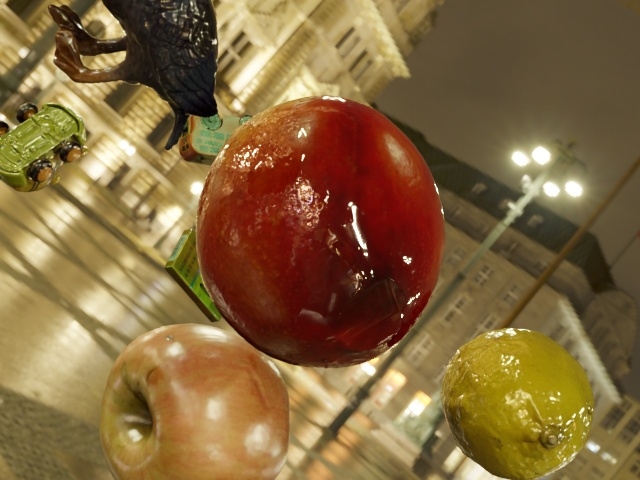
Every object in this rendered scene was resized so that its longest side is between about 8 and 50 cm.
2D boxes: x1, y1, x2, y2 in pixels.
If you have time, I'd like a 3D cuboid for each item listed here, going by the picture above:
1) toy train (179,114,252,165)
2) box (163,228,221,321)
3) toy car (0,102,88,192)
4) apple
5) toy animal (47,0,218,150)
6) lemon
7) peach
[{"bbox_3d":[-0.185,-0.190,1.653,0.188,0.099,0.072,5,-9,-31],"label":"toy train"},{"bbox_3d":[-0.273,0.081,2.015,0.030,0.121,0.193,-10,-49,32],"label":"box"},{"bbox_3d":[-0.682,-0.214,2.119,0.200,0.248,0.142,42,-24,23],"label":"toy car"},{"bbox_3d":[-0.240,0.364,1.747,0.347,0.391,0.391,12,15,-41],"label":"apple"},{"bbox_3d":[-0.197,-0.228,0.976,0.122,0.186,0.298,-96,162,-44],"label":"toy animal"},{"bbox_3d":[0.353,0.296,1.575,0.268,0.268,0.322,43,15,-18],"label":"lemon"},{"bbox_3d":[0.000,0.000,1.229,0.388,0.388,0.388,40,-6,5],"label":"peach"}]
